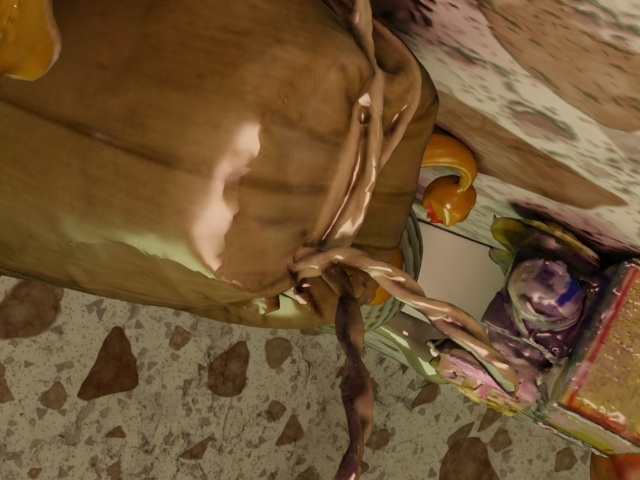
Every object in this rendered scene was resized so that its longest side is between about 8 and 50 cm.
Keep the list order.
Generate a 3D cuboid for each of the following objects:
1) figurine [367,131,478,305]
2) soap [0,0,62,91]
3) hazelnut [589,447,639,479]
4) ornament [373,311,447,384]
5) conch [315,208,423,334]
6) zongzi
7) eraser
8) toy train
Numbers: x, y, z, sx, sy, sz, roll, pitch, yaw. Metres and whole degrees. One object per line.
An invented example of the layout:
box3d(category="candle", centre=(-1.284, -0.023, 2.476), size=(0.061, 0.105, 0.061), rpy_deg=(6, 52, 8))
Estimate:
box3d(category="figurine", centre=(0.045, -0.019, 0.780), size=(0.122, 0.121, 0.176), rpy_deg=(-4, 144, -3))
box3d(category="soap", centre=(-0.143, -0.160, 0.244), size=(0.304, 0.169, 0.339), rpy_deg=(32, 174, -23))
box3d(category="hazelnut", centre=(0.321, 0.191, 0.988), size=(0.182, 0.182, 0.182), rpy_deg=(29, 174, 4))
box3d(category="ornament", centre=(0.118, 0.116, 1.427), size=(0.156, 0.081, 0.075), rpy_deg=(32, 146, -5))
box3d(category="conch", centre=(0.010, -0.004, 0.915), size=(0.200, 0.131, 0.172), rpy_deg=(-51, -60, -77))
box3d(category="zongzi", centre=(-0.054, -0.075, 0.700), size=(0.500, 0.218, 0.467), rpy_deg=(18, -169, 25))
box3d(category="eraser", centre=(0.072, 0.019, 1.103), size=(0.298, 0.078, 0.076), rpy_deg=(23, 171, 41))
box3d(category="toy train", centre=(0.181, 0.079, 0.847), size=(0.177, 0.134, 0.261), rpy_deg=(27, 174, 11))
